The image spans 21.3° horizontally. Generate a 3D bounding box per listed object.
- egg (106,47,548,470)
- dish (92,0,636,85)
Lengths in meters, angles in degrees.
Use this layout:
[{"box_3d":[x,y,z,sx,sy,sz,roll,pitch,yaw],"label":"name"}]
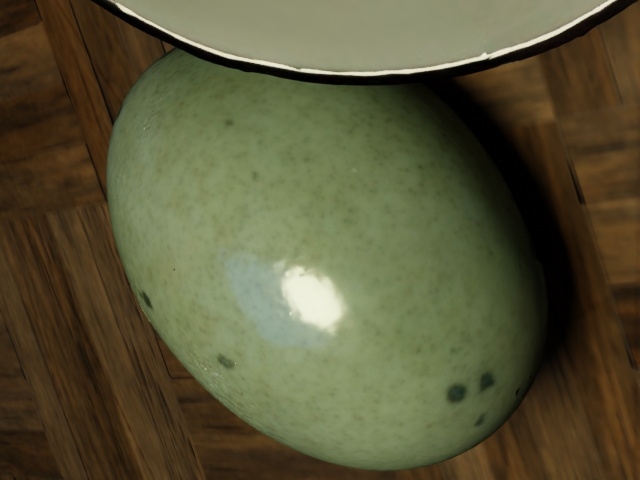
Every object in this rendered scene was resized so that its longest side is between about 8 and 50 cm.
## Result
[{"box_3d":[0.000,0.000,0.775,0.236,0.169,0.169,50,142,20],"label":"egg"},{"box_3d":[0.010,-0.209,0.572,0.317,0.106,0.316,5,125,8],"label":"dish"}]
